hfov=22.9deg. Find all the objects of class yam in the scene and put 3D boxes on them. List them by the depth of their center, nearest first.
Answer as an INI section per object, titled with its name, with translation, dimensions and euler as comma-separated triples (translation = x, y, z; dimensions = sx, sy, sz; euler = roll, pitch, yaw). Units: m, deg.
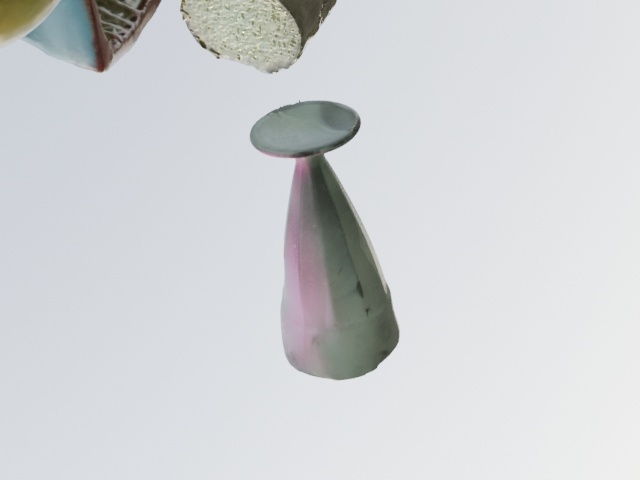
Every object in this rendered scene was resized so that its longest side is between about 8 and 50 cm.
[yam]
translation = -0.025, -0.234, 1.296
dimensions = 0.107, 0.107, 0.194
euler = 77, -147, -44

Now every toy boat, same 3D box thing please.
[toy boat]
translation = -0.125, -0.218, 0.972
dimensions = 0.392, 0.079, 0.136
euler = -83, -14, -59

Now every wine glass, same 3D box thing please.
[wine glass]
translation = 0.000, 0.000, 0.923
dimensions = 0.073, 0.073, 0.155
euler = -48, -44, -44

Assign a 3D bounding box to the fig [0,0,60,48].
[fig]
translation = -0.137, -0.105, 0.430
dimensions = 0.093, 0.166, 0.093
euler = -33, -44, -39
